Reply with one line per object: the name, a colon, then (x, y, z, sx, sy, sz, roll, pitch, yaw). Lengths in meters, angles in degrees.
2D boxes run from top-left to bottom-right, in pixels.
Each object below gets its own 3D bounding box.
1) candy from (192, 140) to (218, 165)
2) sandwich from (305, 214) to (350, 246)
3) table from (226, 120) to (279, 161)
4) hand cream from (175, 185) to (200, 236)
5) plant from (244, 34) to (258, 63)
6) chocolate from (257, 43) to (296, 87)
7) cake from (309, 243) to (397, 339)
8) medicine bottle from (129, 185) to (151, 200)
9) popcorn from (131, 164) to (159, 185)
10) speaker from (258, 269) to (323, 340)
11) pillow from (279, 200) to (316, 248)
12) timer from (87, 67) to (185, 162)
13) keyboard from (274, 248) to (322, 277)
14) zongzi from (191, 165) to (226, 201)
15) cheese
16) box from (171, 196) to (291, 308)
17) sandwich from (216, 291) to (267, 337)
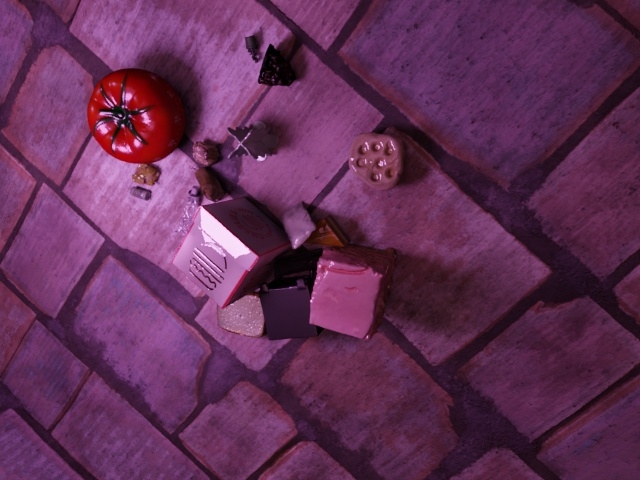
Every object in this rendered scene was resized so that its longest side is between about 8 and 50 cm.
candy: (-0.487, -0.368, 1.948, 0.110, 0.085, 0.095, 17, 115, 22)
sandwich: (0.000, 0.000, 1.878, 0.187, 0.117, 0.144, -31, 91, 21)
table: (-0.277, -0.386, 1.816, 0.167, 0.198, 0.166, 4, 106, 15)
hand cream: (-0.585, -0.131, 2.058, 0.084, 0.050, 0.257, 26, 116, 11)
plant: (-0.264, -0.745, 1.802, 0.051, 0.051, 0.102, -4, 117, 18)
chocolate: (-0.155, -0.649, 1.762, 0.133, 0.156, 0.156, 19, 110, -9)
cake: (0.127, 0.188, 1.789, 0.293, 0.307, 0.314, 9, 106, 16)
medicine bottle: (-0.824, -0.215, 2.108, 0.083, 0.047, 0.047, 20, 109, 11)
popcorn: (-0.780, -0.294, 2.057, 0.109, 0.089, 0.097, -28, 60, 12)
speaker: (-0.113, 0.268, 1.950, 0.232, 0.184, 0.254, -9, 98, 18)
pillow: (-0.093, -0.066, 1.844, 0.128, 0.229, 0.051, -42, 127, 10)
timer: (-0.742, -0.504, 1.885, 0.378, 0.279, 0.378, 3, 103, 15)
keyboard: (-0.088, 0.090, 1.892, 0.025, 0.230, 0.093, 25, 120, 52)
zongzi: (-0.485, -0.249, 1.928, 0.081, 0.178, 0.189, -34, 92, 4)
cheese: (0.221, -0.305, 1.733, 0.218, 0.117, 0.235, -29, 93, 20)
box: (-0.354, 0.041, 1.883, 0.314, 0.312, 0.300, 40, 114, 11)
sandwich: (-0.342, 0.318, 2.081, 0.251, 0.087, 0.226, 10, 104, 17)
